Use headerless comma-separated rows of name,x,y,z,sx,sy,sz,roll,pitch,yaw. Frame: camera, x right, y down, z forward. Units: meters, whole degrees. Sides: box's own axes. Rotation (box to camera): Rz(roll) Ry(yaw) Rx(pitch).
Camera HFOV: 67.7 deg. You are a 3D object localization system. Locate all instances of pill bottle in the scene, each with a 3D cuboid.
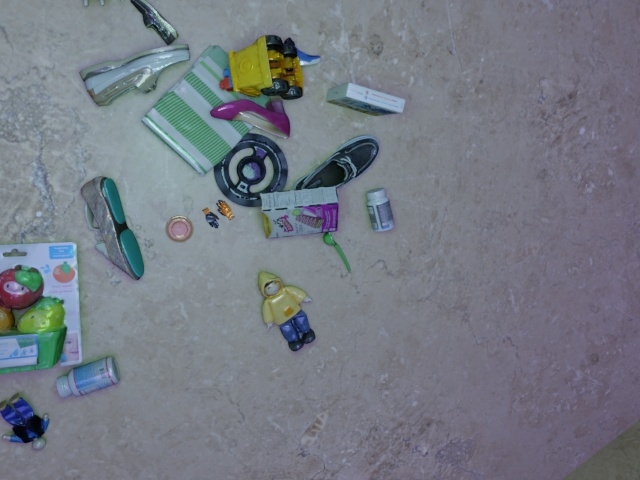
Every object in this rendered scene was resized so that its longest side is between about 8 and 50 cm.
pill bottle,-0.696,0.413,1.434,0.160,0.087,0.087,-17,104,-14
pill bottle,0.201,-0.105,1.626,0.078,0.078,0.137,-19,105,-13

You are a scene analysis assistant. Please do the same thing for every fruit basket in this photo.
fruit basket,-0.840,0.187,1.310,0.327,0.165,0.353,-2,97,-17

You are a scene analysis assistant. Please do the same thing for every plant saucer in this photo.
plant saucer,-0.435,-0.035,1.474,0.083,0.013,0.083,-3,100,-17

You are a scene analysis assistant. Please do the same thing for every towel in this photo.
towel,-0.327,-0.382,1.408,0.248,0.038,0.325,44,74,-20

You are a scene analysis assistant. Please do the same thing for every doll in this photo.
doll,-0.883,0.550,1.422,0.129,0.046,0.189,-30,114,-20

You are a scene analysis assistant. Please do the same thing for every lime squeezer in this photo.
lime squeezer,0.000,0.000,1.594,0.310,0.059,0.110,26,91,-21

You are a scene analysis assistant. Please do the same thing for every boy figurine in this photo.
boy figurine,-0.114,0.219,1.581,0.177,0.092,0.285,-27,110,-8

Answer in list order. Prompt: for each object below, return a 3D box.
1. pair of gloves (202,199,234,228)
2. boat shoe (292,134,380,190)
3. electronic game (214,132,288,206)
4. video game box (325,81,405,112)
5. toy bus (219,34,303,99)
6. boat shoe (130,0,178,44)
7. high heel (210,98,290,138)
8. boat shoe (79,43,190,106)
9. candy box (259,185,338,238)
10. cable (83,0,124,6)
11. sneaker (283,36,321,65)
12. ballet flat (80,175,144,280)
pair of gloves,-0.321,-0.083,1.502,0.083,0.010,0.074,-34,108,-8
boat shoe,0.067,-0.223,1.540,0.335,0.119,0.121,-38,108,-8
electronic game,-0.215,-0.219,1.490,0.229,0.048,0.229,-1,93,-12
video game box,0.134,-0.433,1.478,0.187,0.205,0.048,13,97,-19
toy bus,-0.174,-0.473,1.375,0.211,0.220,0.149,-8,93,24
boat shoe,-0.470,-0.616,1.335,0.152,0.056,0.049,40,82,-20
high heel,-0.201,-0.348,1.406,0.244,0.082,0.117,-14,89,-39
boat shoe,-0.500,-0.462,1.331,0.302,0.113,0.103,-19,106,-2
candy box,-0.064,-0.085,1.481,0.233,0.159,0.071,-6,58,-3
cable,-0.594,-0.767,1.261,0.139,0.072,0.287,-17,104,-19
sneaker,-0.073,-0.579,1.464,0.152,0.058,0.084,-8,111,-9
ballet flat,-0.609,-0.026,1.388,0.106,0.107,0.316,-14,99,6
